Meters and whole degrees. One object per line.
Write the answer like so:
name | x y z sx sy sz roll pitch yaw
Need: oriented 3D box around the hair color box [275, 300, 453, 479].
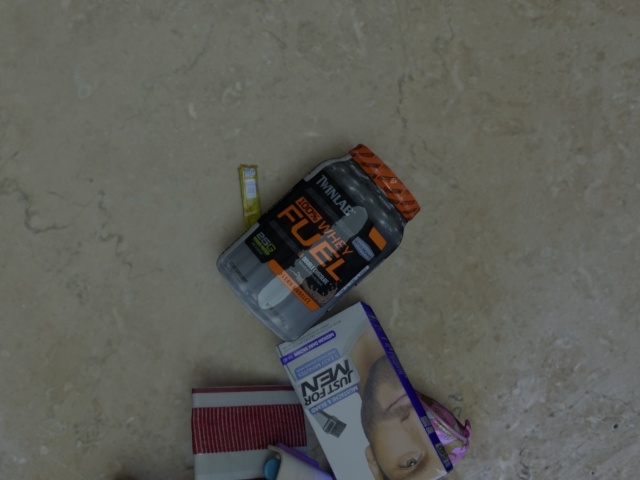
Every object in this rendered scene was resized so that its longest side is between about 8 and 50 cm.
hair color box | 0.078 0.302 1.586 0.185 0.110 0.339 -29 76 8

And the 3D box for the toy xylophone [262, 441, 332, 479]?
toy xylophone | -0.051 0.527 1.524 0.236 0.081 0.323 40 54 -18

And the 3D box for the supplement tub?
supplement tub | 0.000 0.000 1.555 0.338 0.207 0.207 -43 103 0

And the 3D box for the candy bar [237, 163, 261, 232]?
candy bar | -0.127 -0.061 1.621 0.040 0.018 0.162 -7 100 -11

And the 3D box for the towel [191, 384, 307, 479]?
towel | -0.122 0.428 1.585 0.237 0.037 0.329 6 70 -36

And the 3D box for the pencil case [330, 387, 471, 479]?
pencil case | 0.123 0.466 1.680 0.167 0.160 0.386 35 92 -34
